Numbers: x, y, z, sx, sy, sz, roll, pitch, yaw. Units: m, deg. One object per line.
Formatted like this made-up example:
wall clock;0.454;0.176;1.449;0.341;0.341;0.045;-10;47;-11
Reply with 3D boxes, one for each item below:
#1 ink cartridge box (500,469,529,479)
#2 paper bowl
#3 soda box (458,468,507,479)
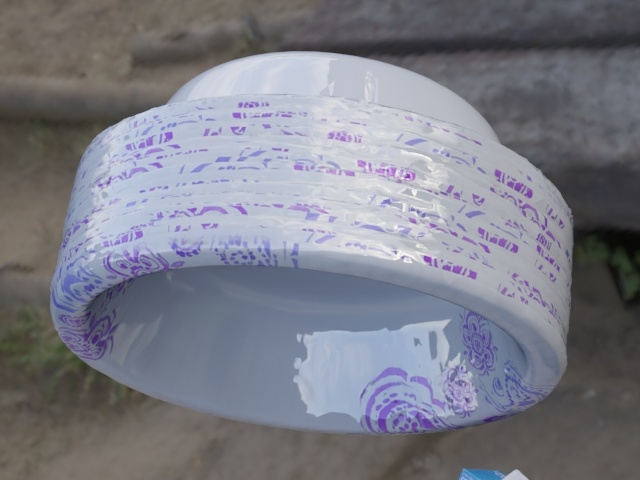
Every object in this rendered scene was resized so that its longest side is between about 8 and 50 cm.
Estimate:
ink cartridge box;0.091;0.289;1.251;0.093;0.154;0.212;46;43;19
paper bowl;0.000;0.000;0.926;0.284;0.284;0.148;-7;61;30
soda box;0.230;0.318;1.731;0.210;0.071;0.067;30;102;41
